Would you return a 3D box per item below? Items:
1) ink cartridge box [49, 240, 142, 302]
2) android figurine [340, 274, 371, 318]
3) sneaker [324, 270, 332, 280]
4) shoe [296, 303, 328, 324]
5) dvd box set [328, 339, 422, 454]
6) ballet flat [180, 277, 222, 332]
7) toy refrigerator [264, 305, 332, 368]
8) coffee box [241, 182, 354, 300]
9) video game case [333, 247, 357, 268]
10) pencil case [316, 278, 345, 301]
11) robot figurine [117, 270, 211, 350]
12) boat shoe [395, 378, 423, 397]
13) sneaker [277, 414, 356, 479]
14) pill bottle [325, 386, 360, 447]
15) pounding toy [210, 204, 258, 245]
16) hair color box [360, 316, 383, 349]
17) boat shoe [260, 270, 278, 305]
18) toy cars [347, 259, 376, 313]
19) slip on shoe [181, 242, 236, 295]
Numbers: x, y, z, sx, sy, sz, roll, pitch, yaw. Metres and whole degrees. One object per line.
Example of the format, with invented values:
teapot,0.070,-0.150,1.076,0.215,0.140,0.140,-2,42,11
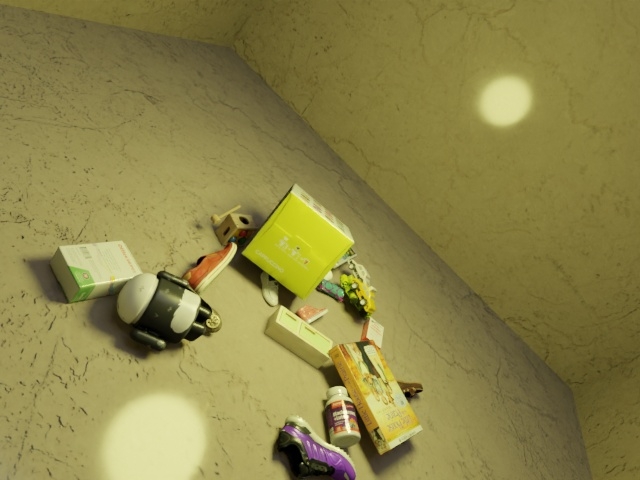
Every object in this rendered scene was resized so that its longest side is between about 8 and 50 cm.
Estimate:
ink cartridge box,-0.689,0.091,1.387,0.154,0.093,0.212,53,30,16
android figurine,0.183,0.277,2.279,0.248,0.056,0.273,53,11,-17
sneaker,-0.024,0.117,2.278,0.094,0.080,0.212,-11,60,-44
shoe,-0.036,0.314,1.986,0.081,0.063,0.178,55,33,10
dvd box set,0.223,0.604,1.795,0.308,0.062,0.420,12,43,-54
ballet flat,-0.437,0.220,1.556,0.250,0.058,0.084,46,57,8
toy refrigerator,-0.082,0.386,1.792,0.270,0.094,0.102,37,28,-12
coffee box,-0.094,-0.003,1.970,0.338,0.338,0.334,39,10,-8
video game case,0.050,-0.004,2.415,0.300,0.036,0.329,53,22,8
pencil case,0.048,0.241,2.203,0.152,0.064,0.070,31,29,-25
robot figurine,-0.490,0.216,1.401,0.278,0.173,0.209,31,6,-23
boat shoe,0.393,0.686,2.044,0.207,0.073,0.073,15,40,-32
sneaker,-0.023,0.709,1.427,0.293,0.102,0.146,38,31,0
pill bottle,0.075,0.639,1.632,0.108,0.108,0.193,26,32,-31
pounding toy,-0.374,-0.059,1.926,0.206,0.181,0.094,3,48,-52
hair color box,0.253,0.461,2.184,0.093,0.053,0.167,40,29,-7
boat shoe,-0.209,0.194,1.922,0.066,0.063,0.184,25,32,-32
toy cars,0.223,0.214,2.258,0.176,0.087,0.393,53,13,-19
slip on shoe,-0.422,0.090,1.734,0.101,0.123,0.331,38,32,-3
